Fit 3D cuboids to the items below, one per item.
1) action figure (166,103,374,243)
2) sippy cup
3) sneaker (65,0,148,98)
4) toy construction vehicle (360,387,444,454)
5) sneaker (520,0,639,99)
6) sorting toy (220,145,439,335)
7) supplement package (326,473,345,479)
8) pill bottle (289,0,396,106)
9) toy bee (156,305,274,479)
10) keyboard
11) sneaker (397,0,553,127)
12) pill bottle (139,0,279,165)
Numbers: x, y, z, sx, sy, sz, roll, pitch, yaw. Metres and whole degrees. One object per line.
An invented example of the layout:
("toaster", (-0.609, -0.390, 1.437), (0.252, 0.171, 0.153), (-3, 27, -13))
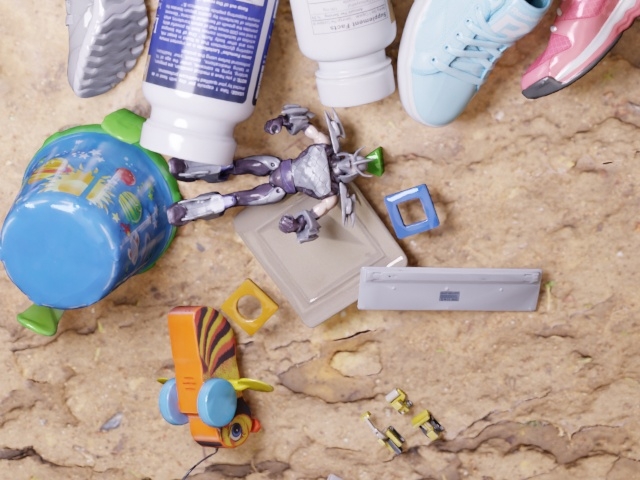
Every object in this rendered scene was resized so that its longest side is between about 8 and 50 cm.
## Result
("action figure", (-0.063, -0.083, 1.978), (0.285, 0.099, 0.185), (-9, 80, 15))
("sippy cup", (-0.329, -0.019, 2.001), (0.240, 0.224, 0.305), (-6, 110, 11))
("sneaker", (-0.299, -0.328, 1.960), (0.115, 0.105, 0.281), (34, 122, 32))
("toy construction vehicle", (0.120, 0.273, 2.149), (0.086, 0.035, 0.098), (-37, 102, 20))
("sneaker", (0.348, -0.319, 1.853), (0.136, 0.116, 0.314), (43, 105, 2))
("sorting toy", (0.000, 0.000, 2.054), (0.347, 0.047, 0.196), (-33, 97, 17))
("supplement package", (0.097, 0.515, 2.173), (0.293, 0.175, 0.177), (26, 115, -2))
("pill bottle", (0.029, -0.296, 1.883), (0.131, 0.131, 0.229), (-7, 110, 12))
("toy bee", (-0.161, 0.241, 2.139), (0.195, 0.162, 0.298), (23, 103, 33))
("keyboard", (0.181, 0.069, 2.037), (0.256, 0.014, 0.072), (1, 129, -5))
("sneaker", (0.210, -0.290, 1.831), (0.135, 0.150, 0.366), (11, 116, -24))
("pill bottle", (-0.147, -0.239, 1.891), (0.153, 0.153, 0.265), (13, 97, 3))
